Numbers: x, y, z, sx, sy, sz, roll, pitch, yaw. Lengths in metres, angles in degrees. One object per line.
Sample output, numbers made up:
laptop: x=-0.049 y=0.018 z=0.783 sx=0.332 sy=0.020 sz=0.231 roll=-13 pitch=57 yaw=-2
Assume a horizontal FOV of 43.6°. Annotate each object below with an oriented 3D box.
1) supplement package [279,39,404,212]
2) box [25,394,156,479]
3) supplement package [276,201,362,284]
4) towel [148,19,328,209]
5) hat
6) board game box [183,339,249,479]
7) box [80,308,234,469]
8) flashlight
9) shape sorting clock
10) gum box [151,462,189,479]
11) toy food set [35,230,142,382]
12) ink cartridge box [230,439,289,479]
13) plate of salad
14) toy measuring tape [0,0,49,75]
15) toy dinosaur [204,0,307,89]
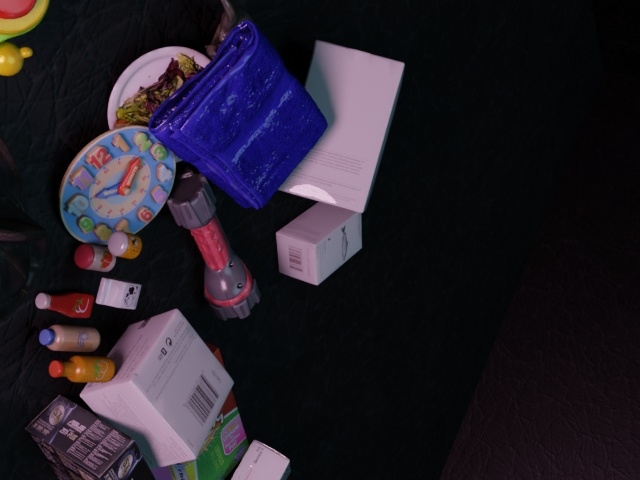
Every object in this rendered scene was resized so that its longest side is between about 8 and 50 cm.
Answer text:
supplement package: x=0.043 y=-0.216 z=1.572 sx=0.175 sy=0.178 sz=0.293 roll=-28 pitch=134 yaw=-84
box: x=-0.358 y=0.348 z=1.267 sx=0.077 sy=0.180 sz=0.147 roll=-47 pitch=141 yaw=-33
supplement package: x=0.000 y=0.000 z=1.735 sx=0.179 sy=0.105 sz=0.105 roll=-39 pitch=135 yaw=-43
towel: x=-0.114 y=-0.184 z=1.303 sx=0.227 sy=0.076 sz=0.308 roll=-46 pitch=150 yaw=1
hat: x=-0.419 y=0.018 z=0.964 sx=0.331 sy=0.134 sz=0.331 roll=22 pitch=90 yaw=-79
board game box: x=-0.262 y=0.383 z=1.554 sx=0.242 sy=0.064 sz=0.316 roll=-47 pitch=141 yaw=-36
box: x=-0.263 y=0.245 z=1.320 sx=0.182 sy=0.119 sz=0.181 roll=56 pitch=31 yaw=-22
flashlight: x=-0.195 y=0.018 z=1.437 sx=0.103 sy=0.103 sz=0.304 roll=-50 pitch=145 yaw=-27
shape sorting clock: x=-0.306 y=-0.082 z=1.228 sx=0.206 sy=0.040 sz=0.206 roll=-30 pitch=138 yaw=-31
gum box: x=-0.334 y=0.443 z=1.384 sx=0.188 sy=0.062 sz=0.107 roll=-34 pitch=152 yaw=15
toy food set: x=-0.355 y=0.091 z=1.205 sx=0.104 sy=0.111 sz=0.232 roll=16 pitch=88 yaw=-59
ink cartridge box: x=-0.140 y=0.535 z=1.735 sx=0.160 sy=0.093 sz=0.219 roll=-60 pitch=171 yaw=-19
plate of salad: x=-0.234 y=-0.205 z=1.257 sx=0.200 sy=0.048 sz=0.199 roll=-20 pitch=129 yaw=-26
toy measuring tape: x=-0.389 y=-0.357 z=0.922 sx=0.121 sy=0.121 sz=0.330 roll=-34 pitch=125 yaw=-46
toy dinosaur: x=-0.146 y=-0.311 z=1.361 sx=0.160 sy=0.121 sz=0.313 roll=-65 pitch=146 yaw=-35
